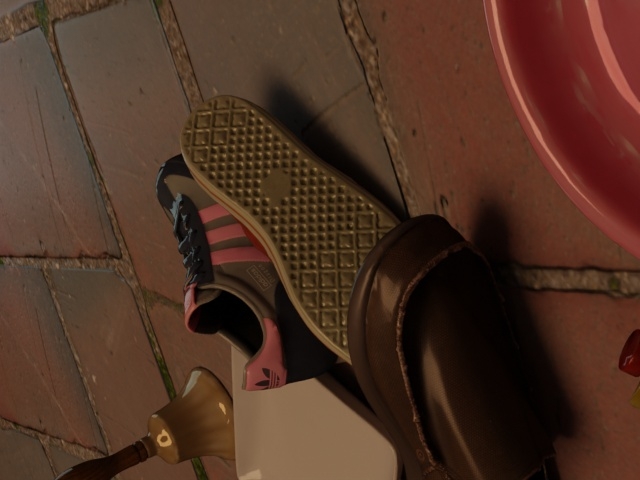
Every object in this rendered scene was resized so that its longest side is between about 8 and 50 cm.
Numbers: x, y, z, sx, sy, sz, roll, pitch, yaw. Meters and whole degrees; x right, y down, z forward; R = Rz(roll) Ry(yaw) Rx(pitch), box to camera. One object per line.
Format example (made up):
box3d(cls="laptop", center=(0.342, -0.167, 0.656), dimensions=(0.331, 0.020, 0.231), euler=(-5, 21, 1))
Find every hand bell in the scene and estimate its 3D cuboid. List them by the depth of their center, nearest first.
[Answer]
box3d(cls="hand bell", center=(-0.226, 0.256, 1.591), dimensions=(0.126, 0.242, 0.126), euler=(38, 140, 41))

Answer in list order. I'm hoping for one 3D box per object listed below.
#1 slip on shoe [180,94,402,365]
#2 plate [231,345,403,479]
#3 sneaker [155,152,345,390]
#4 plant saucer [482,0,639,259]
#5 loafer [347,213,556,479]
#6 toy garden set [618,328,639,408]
box3d(cls="slip on shoe", center=(0.000, 0.000, 1.194), dimensions=(0.331, 0.123, 0.101), euler=(46, 177, 23))
box3d(cls="plate", center=(0.000, 0.231, 1.403), dimensions=(0.277, 0.045, 0.278), euler=(38, 140, 39))
box3d(cls="sneaker", center=(-0.101, 0.025, 1.333), dimensions=(0.319, 0.131, 0.112), euler=(43, 144, 35))
box3d(cls="plant saucer", center=(0.226, -0.134, 0.732), dimensions=(0.332, 0.084, 0.332), euler=(37, 139, 40))
box3d(cls="loafer", center=(0.133, 0.144, 1.058), dimensions=(0.130, 0.134, 0.366), euler=(17, 135, 49))
box3d(cls="toy garden set", center=(0.290, 0.067, 0.691), dimensions=(0.204, 0.049, 0.244), euler=(24, 145, -1))
